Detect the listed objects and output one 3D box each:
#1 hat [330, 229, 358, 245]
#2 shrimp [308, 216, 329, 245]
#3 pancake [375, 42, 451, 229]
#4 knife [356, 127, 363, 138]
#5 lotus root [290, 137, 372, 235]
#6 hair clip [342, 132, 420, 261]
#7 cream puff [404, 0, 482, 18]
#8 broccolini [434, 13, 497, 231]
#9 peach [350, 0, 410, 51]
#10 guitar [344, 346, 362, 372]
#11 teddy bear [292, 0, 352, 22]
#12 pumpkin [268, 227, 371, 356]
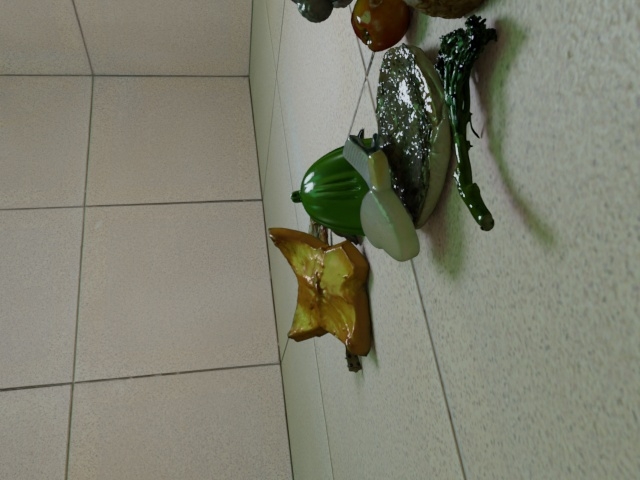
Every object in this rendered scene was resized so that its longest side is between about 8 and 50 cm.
[{"bbox_3d":[0.034,-0.060,1.297,0.175,0.085,0.147,178,89,-78],"label":"hat"},{"bbox_3d":[-0.004,0.000,1.583,0.133,0.053,0.235,-117,23,-68],"label":"shrimp"},{"bbox_3d":[0.133,-0.156,0.861,0.282,0.049,0.282,172,90,-78],"label":"pancake"},{"bbox_3d":[0.064,-0.186,1.277,0.230,0.028,0.060,116,165,-62],"label":"knife"},{"bbox_3d":[0.028,-0.087,1.018,0.186,0.186,0.186,177,90,-79],"label":"lotus root"},{"bbox_3d":[0.093,-0.071,0.840,0.159,0.071,0.218,94,158,-62],"label":"hair clip"},{"bbox_3d":[0.105,-0.355,0.659,0.183,0.169,0.183,176,90,-78],"label":"cream puff"},{"bbox_3d":[0.177,-0.142,0.631,0.123,0.062,0.271,76,-170,-64],"label":"broccolini"},{"bbox_3d":[0.099,-0.359,0.891,0.101,0.101,0.100,177,90,-79],"label":"peach"},{"bbox_3d":[0.051,0.186,1.344,0.038,0.084,0.271,107,151,-69],"label":"guitar"},{"bbox_3d":[0.045,-0.473,0.876,0.267,0.236,0.151,-23,112,46],"label":"teddy bear"},{"bbox_3d":[0.004,0.105,1.268,0.258,0.095,0.290,-3,96,45],"label":"pumpkin"}]
